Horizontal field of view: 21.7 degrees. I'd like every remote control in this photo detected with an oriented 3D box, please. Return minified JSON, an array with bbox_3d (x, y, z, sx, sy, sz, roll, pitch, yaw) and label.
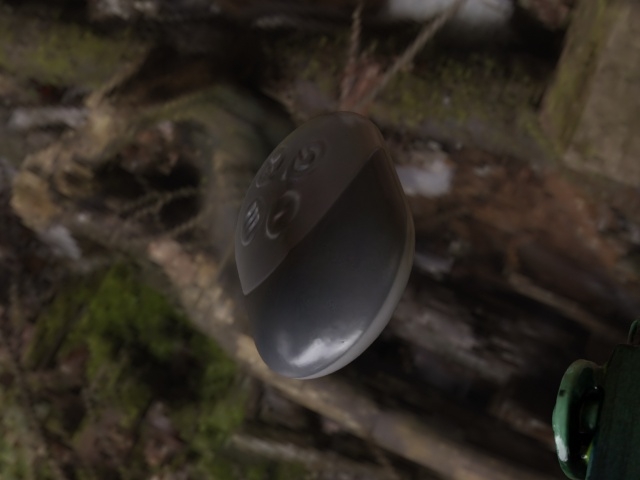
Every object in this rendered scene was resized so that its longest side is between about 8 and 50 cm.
[{"bbox_3d":[0.000,0.000,1.686,0.103,0.332,0.221,27,117,-30],"label":"remote control"}]

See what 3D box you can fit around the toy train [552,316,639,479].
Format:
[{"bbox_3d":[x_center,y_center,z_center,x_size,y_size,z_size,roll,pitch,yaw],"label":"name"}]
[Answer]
[{"bbox_3d":[0.274,0.290,1.357,0.179,0.442,0.272,1,152,30],"label":"toy train"}]
